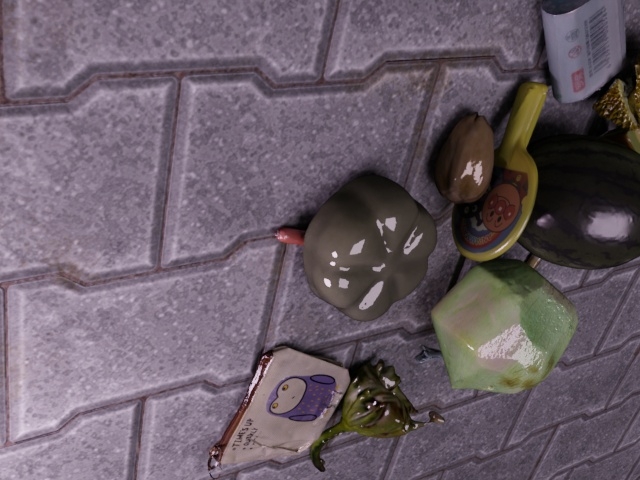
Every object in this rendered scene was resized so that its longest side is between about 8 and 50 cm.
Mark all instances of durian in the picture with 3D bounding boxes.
[{"bbox_3d":[0.677,-0.310,1.682,0.237,0.138,0.193,-45,171,-28],"label":"durian"}]

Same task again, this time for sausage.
[{"bbox_3d":[0.000,0.000,1.540,0.223,0.029,0.029,9,119,-42],"label":"sausage"}]

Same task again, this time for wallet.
[{"bbox_3d":[-0.082,0.371,1.772,0.275,0.068,0.335,8,118,-40],"label":"wallet"}]

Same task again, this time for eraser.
[{"bbox_3d":[0.505,-0.392,1.558,0.174,0.081,0.227,-39,139,-10],"label":"eraser"}]

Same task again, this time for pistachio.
[{"bbox_3d":[0.282,-0.154,1.574,0.126,0.108,0.185,-38,145,-55],"label":"pistachio"}]

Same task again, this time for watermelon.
[{"bbox_3d":[0.523,-0.080,1.683,0.359,0.279,0.279,14,122,-5],"label":"watermelon"}]

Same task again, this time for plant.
[{"bbox_3d":[0.082,0.441,1.895,0.333,0.180,0.251,-43,129,7],"label":"plant"}]

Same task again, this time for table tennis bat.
[{"bbox_3d":[0.357,-0.135,1.592,0.054,0.224,0.369,19,92,-27],"label":"table tennis bat"}]

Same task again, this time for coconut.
[{"bbox_3d":[0.400,0.208,1.846,0.328,0.281,0.328,-23,135,-25],"label":"coconut"}]

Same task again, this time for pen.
[{"bbox_3d":[0.556,-0.009,1.973,0.233,0.032,0.040,-58,161,20],"label":"pen"}]

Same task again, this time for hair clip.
[{"bbox_3d":[0.277,0.287,2.014,0.115,0.030,0.039,19,131,-44],"label":"hair clip"}]

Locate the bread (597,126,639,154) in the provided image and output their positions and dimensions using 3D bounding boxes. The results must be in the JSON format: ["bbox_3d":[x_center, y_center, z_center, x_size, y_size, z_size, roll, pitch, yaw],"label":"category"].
[{"bbox_3d":[0.663,-0.202,1.791,0.074,0.139,0.084,-32,97,-17],"label":"bread"}]

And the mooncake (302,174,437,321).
[{"bbox_3d":[0.094,0.019,1.518,0.275,0.135,0.275,-19,124,-31],"label":"mooncake"}]
